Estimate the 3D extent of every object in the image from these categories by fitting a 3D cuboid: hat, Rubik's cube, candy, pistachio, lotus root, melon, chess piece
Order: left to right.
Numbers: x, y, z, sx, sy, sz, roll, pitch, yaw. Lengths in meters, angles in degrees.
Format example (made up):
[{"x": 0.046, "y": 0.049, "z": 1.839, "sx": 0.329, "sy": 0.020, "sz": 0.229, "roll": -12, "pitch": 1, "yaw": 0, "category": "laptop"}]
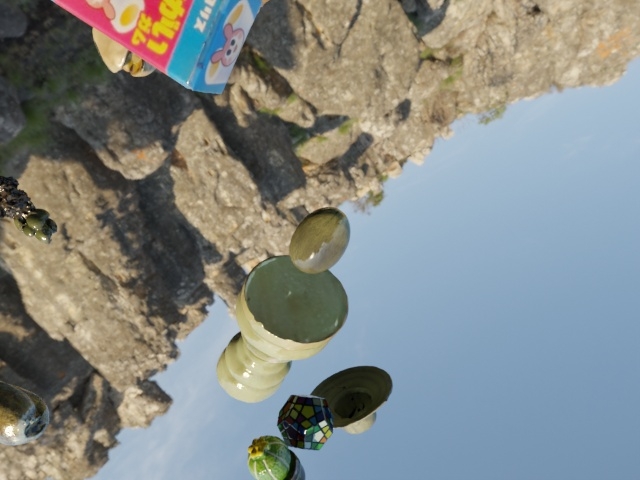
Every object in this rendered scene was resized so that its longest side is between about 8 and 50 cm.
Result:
[{"x": -0.915, "y": 0.479, "z": 1.413, "sx": 0.322, "sy": 0.158, "sz": 0.139, "roll": 13, "pitch": -114, "yaw": 29, "category": "lotus root"}, {"x": -0.551, "y": -0.593, "z": 1.436, "sx": 0.213, "sy": 0.194, "sz": 0.318, "roll": -57, "pitch": -136, "yaw": 35, "category": "pistachio"}, {"x": -0.251, "y": -0.358, "z": 0.717, "sx": 0.157, "sy": 0.306, "sz": 0.100, "roll": -60, "pitch": 168, "yaw": 19, "category": "candy"}, {"x": -0.124, "y": 0.238, "z": 1.198, "sx": 0.234, "sy": 0.234, "sz": 0.442, "roll": -52, "pitch": 177, "yaw": -42, "category": "chess piece"}, {"x": -0.033, "y": 0.408, "z": 1.115, "sx": 0.112, "sy": 0.133, "sz": 0.133, "roll": -24, "pitch": -162, "yaw": 10, "category": "Rubik's cube"}, {"x": 0.000, "y": 0.000, "z": 0.873, "sx": 0.130, "sy": 0.098, "sz": 0.098, "roll": -50, "pitch": -168, "yaw": 18, "category": "melon"}, {"x": 0.094, "y": 0.457, "z": 1.339, "sx": 0.252, "sy": 0.109, "sz": 0.252, "roll": -20, "pitch": -163, "yaw": 6, "category": "hat"}]

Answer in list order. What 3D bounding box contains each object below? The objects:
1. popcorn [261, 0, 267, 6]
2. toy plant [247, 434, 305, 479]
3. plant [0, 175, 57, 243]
[{"x": -0.265, "y": -0.742, "z": 1.254, "sx": 0.344, "sy": 0.390, "sz": 0.353, "roll": 139, "pitch": -31, "yaw": -67, "category": "popcorn"}, {"x": -0.094, "y": 0.462, "z": 1.015, "sx": 0.093, "sy": 0.162, "sz": 0.092, "roll": -19, "pitch": -144, "yaw": 15, "category": "toy plant"}, {"x": -0.622, "y": -0.061, "z": 1.026, "sx": 0.087, "sy": 0.174, "sz": 0.085, "roll": -29, "pitch": -159, "yaw": 49, "category": "plant"}]
